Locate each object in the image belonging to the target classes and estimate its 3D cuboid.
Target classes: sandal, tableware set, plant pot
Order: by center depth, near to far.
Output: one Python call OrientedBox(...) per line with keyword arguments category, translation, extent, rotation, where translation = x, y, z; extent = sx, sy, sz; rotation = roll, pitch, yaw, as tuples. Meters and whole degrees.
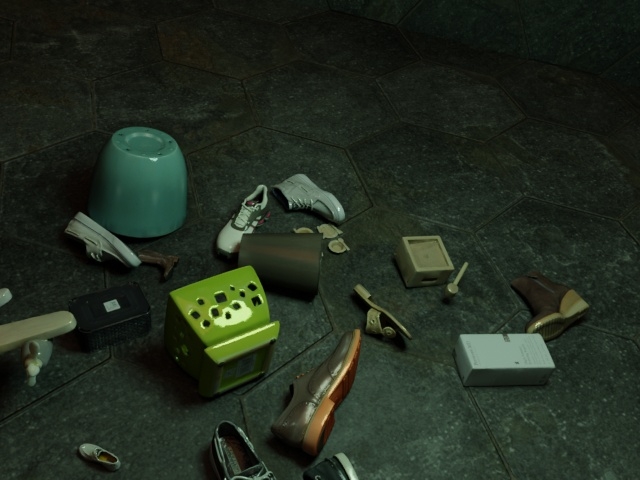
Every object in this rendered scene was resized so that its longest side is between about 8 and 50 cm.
OrientedBox(category="plant pot", translation=(-0.229, 0.228, 1.624), extent=(0.227, 0.228, 0.207), rotation=(-18, 55, -29))
OrientedBox(category="sandal", translation=(0.148, 0.218, 1.838), extent=(0.079, 0.088, 0.240), rotation=(-41, 49, -6))
OrientedBox(category="plant pot", translation=(-0.523, -0.189, 1.971), extent=(0.293, 0.235, 0.293), rotation=(11, 33, -7))
OrientedBox(category="tableware set", translation=(0.000, 0.000, 2.068), extent=(0.168, 0.020, 0.141), rotation=(-11, 46, -23))

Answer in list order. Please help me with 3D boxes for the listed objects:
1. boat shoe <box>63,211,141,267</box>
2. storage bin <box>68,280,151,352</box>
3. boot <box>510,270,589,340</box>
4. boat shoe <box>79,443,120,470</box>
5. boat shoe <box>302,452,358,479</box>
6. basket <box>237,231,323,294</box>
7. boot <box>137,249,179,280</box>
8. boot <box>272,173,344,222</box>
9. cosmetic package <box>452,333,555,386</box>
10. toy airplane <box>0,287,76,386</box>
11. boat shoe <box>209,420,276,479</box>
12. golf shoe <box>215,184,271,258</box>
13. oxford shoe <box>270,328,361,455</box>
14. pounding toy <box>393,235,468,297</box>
OrientedBox(category="boat shoe", translation=(-0.610, 0.016, 1.872), extent=(0.267, 0.096, 0.088), rotation=(33, 75, 21))
OrientedBox(category="storage bin", translation=(-0.527, 0.191, 1.699), extent=(0.180, 0.084, 0.122), rotation=(-18, 49, -27))
OrientedBox(category="boot", translation=(0.629, 0.187, 1.970), extent=(0.248, 0.090, 0.207), rotation=(-19, 38, -28))
OrientedBox(category="boat shoe", translation=(-0.475, 0.460, 1.450), extent=(0.100, 0.035, 0.035), rotation=(24, 44, 14))
OrientedBox(category="boat shoe", translation=(0.053, 0.586, 1.356), extent=(0.113, 0.127, 0.340), rotation=(-9, 44, -19))
OrientedBox(category="basket", translation=(-0.112, 0.054, 1.894), extent=(0.227, 0.154, 0.204), rotation=(5, 40, -1))
OrientedBox(category="boot", translation=(-0.464, 0.065, 1.884), extent=(0.114, 0.037, 0.106), rotation=(15, 29, -1))
OrientedBox(category="boot", translation=(-0.045, -0.117, 2.147), extent=(0.123, 0.095, 0.258), rotation=(-27, 45, -27))
OrientedBox(category="cosmetic package", translation=(0.479, 0.313, 1.777), extent=(0.231, 0.085, 0.117), rotation=(1, 42, -12))
OrientedBox(category="toy airplane", translation=(-0.785, 0.260, 1.477), extent=(0.386, 0.272, 0.384), rotation=(-7, 16, 38))
OrientedBox(category="boat shoe", translation=(-0.145, 0.512, 1.409), extent=(0.113, 0.105, 0.306), rotation=(-11, 46, -23))
OrientedBox(category="golf shoe", translation=(-0.233, -0.059, 2.012), extent=(0.105, 0.120, 0.273), rotation=(20, 44, 8))
OrientedBox(category="oxford shoe", translation=(0.001, 0.336, 1.623), extent=(0.132, 0.130, 0.364), rotation=(15, 40, 17))
OrientedBox(category="pounding toy", translation=(0.338, 0.094, 1.989), extent=(0.181, 0.094, 0.206), rotation=(-2, 52, -21))
